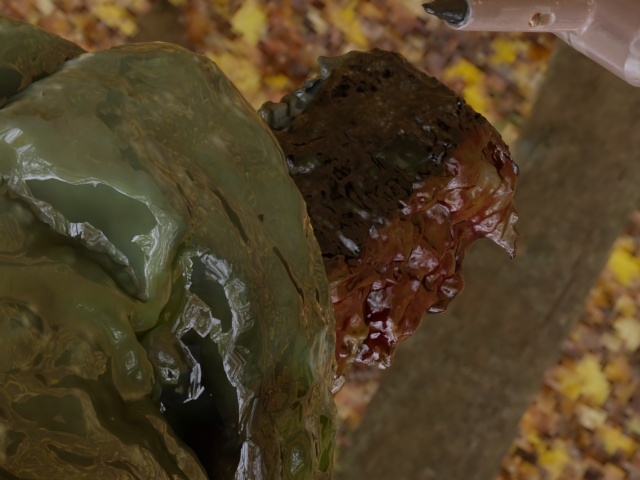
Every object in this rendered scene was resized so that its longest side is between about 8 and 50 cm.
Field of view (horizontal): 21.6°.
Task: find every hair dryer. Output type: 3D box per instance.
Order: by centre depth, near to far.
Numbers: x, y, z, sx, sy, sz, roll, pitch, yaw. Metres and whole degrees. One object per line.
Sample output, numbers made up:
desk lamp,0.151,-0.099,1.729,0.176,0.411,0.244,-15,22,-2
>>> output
hair dryer,0.244,-0.245,1.854,0.189,0.344,0.107,42,126,36

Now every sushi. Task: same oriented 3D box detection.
sushi,0.000,0.000,1.306,0.182,0.343,0.196,31,156,35

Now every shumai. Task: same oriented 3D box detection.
shumai,-0.135,0.097,0.535,0.263,0.304,0.309,-104,9,-69
